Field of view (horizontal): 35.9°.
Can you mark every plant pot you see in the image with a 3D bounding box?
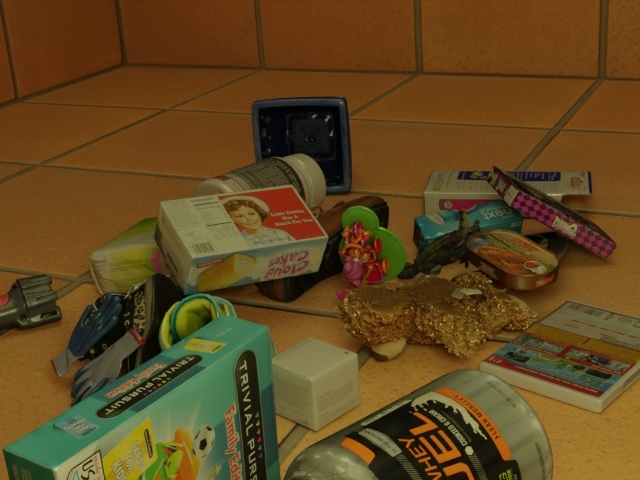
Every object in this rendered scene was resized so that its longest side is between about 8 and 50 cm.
[{"bbox_3d":[-0.035,-0.249,2.480,0.236,0.236,0.212,-2,14,7],"label":"plant pot"}]

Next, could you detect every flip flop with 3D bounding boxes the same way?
[{"bbox_3d":[0.410,0.034,1.870,0.112,0.080,0.277,-3,6,9],"label":"flip flop"}]

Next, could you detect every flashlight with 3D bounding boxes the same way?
[{"bbox_3d":[-0.628,0.127,1.759,0.304,0.103,0.103,-16,21,-25],"label":"flashlight"}]

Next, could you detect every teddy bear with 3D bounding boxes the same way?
[{"bbox_3d":[0.192,0.130,1.631,0.338,0.113,0.245,-13,28,-43],"label":"teddy bear"}]

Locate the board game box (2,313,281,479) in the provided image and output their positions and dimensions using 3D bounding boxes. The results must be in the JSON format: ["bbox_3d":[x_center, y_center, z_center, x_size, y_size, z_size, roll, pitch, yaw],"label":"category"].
[{"bbox_3d":[-0.175,0.266,1.095,0.079,0.254,0.336,11,26,32],"label":"board game box"}]

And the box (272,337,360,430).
[{"bbox_3d":[-0.011,0.209,1.450,0.102,0.087,0.101,16,28,41],"label":"box"}]

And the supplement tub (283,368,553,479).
[{"bbox_3d":[0.093,0.282,1.095,0.316,0.193,0.193,-21,27,-37],"label":"supplement tub"}]

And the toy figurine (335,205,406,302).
[{"bbox_3d":[0.074,0.049,1.789,0.130,0.173,0.159,-9,31,21],"label":"toy figurine"}]

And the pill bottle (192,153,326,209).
[{"bbox_3d":[-0.127,-0.091,2.158,0.161,0.161,0.283,15,27,40],"label":"pill bottle"}]

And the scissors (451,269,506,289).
[{"bbox_3d":[0.357,0.048,1.908,0.109,0.021,0.297,1,17,38],"label":"scissors"}]

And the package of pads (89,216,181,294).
[{"bbox_3d":[-0.274,0.019,1.928,0.296,0.101,0.229,-7,17,26],"label":"package of pads"}]

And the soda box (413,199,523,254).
[{"bbox_3d":[0.297,-0.022,1.993,0.210,0.067,0.071,-11,44,-11],"label":"soda box"}]

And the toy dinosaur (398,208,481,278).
[{"bbox_3d":[0.239,0.012,1.835,0.118,0.064,0.268,-8,-24,-31],"label":"toy dinosaur"}]

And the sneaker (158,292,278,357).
[{"bbox_3d":[-0.142,0.148,1.465,0.127,0.208,0.319,-1,20,11],"label":"sneaker"}]

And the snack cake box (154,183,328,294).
[{"bbox_3d":[-0.139,-0.006,1.728,0.264,0.089,0.152,-9,44,-29],"label":"snack cake box"}]

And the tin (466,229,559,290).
[{"bbox_3d":[0.333,0.032,1.714,0.106,0.040,0.189,-21,30,-20],"label":"tin"}]

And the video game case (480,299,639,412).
[{"bbox_3d":[0.414,0.174,1.558,0.204,0.025,0.285,15,27,39],"label":"video game case"}]

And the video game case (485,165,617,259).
[{"bbox_3d":[0.455,-0.059,1.966,0.232,0.042,0.210,28,13,-12],"label":"video game case"}]

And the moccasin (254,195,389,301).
[{"bbox_3d":[0.000,0.003,1.951,0.147,0.139,0.380,23,42,34],"label":"moccasin"}]

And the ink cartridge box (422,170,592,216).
[{"bbox_3d":[0.426,-0.109,2.247,0.371,0.069,0.176,-1,20,14],"label":"ink cartridge box"}]

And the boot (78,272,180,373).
[{"bbox_3d":[-0.314,0.181,1.586,0.178,0.085,0.236,-25,46,26],"label":"boot"}]

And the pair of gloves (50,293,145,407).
[{"bbox_3d":[-0.349,0.173,1.541,0.159,0.023,0.198,-47,39,1],"label":"pair of gloves"}]

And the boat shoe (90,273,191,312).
[{"bbox_3d":[-0.286,0.118,1.712,0.306,0.105,0.113,14,27,38],"label":"boat shoe"}]
